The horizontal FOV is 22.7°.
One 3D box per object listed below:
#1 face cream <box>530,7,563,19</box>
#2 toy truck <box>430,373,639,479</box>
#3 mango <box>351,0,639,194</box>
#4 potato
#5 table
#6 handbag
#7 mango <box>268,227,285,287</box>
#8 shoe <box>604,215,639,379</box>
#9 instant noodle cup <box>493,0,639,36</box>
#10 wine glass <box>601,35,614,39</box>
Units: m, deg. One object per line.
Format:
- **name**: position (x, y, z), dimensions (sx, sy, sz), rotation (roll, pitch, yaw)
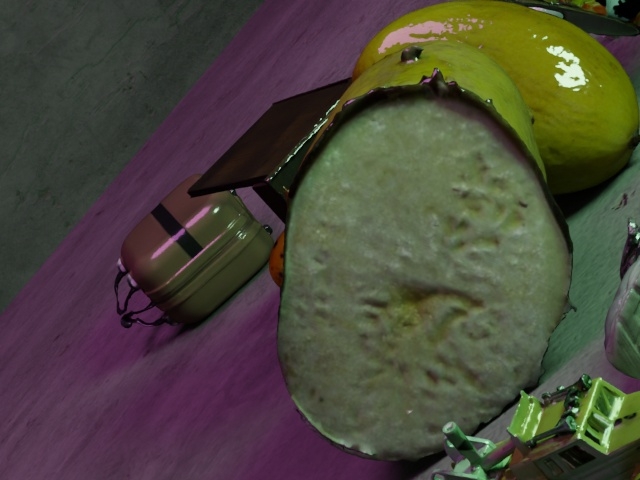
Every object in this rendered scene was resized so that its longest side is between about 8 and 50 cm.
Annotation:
- **face cream**: position (0.316, -0.319, 2.316), dimensions (0.269, 0.073, 0.107), rotation (-38, 9, 21)
- **toy truck**: position (0.189, 0.177, 1.252), dimensions (0.259, 0.135, 0.128), rotation (-24, 25, 40)
- **mango**: position (0.209, -0.174, 1.810), dimensions (0.195, 0.332, 0.142), rotation (-60, -14, 5)
- **potato**: position (0.115, -0.009, 1.650), dimensions (0.290, 0.397, 0.296), rotation (0, 14, 8)
- **table**: position (0.015, -0.043, 2.010), dimensions (0.196, 0.250, 0.282), rotation (-50, 18, -19)
- **handbag**: position (-0.226, 0.032, 2.577), dimensions (0.283, 0.149, 0.302), rotation (-45, 18, -2)
- **mango**: position (0.000, -0.001, 2.221), dimensions (0.178, 0.090, 0.115), rotation (-42, -9, -24)
- **shoe**: position (0.300, 0.027, 1.416), dimensions (0.227, 0.099, 0.125), rotation (-45, 23, -26)
- **instant noodle cup**: position (0.302, -0.350, 1.865), dimensions (0.251, 0.251, 0.190), rotation (-164, 86, -71)
- **wine glass**: position (0.462, -0.382, 2.140), dimensions (0.262, 0.074, 0.074), rotation (-42, 16, -4)
